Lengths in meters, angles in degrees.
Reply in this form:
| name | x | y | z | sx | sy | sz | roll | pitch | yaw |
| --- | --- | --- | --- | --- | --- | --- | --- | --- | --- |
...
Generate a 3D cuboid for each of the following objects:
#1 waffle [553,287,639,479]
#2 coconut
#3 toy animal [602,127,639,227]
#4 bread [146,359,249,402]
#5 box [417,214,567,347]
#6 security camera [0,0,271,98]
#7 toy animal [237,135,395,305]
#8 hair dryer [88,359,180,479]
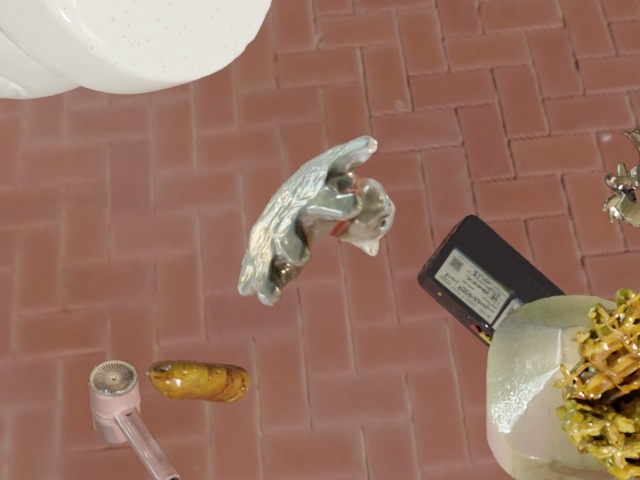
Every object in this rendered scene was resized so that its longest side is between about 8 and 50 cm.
| name | x | y | z | sx | sy | sz | roll | pitch | yaw |
| --- | --- | --- | --- | --- | --- | --- | --- | --- | --- |
| waffle | 0.284 | 0.119 | 0.655 | 0.197 | 0.193 | 0.070 | 10 | 29 | -2 |
| coconut | 0.315 | 0.180 | 1.005 | 0.259 | 0.259 | 0.259 | -1 | 66 | 2 |
| toy animal | 0.627 | -0.126 | 1.599 | 0.094 | 0.214 | 0.186 | -15 | 91 | -46 |
| bread | -0.256 | 0.286 | 1.696 | 0.124 | 0.344 | 0.084 | -1 | 79 | 23 |
| box | 0.386 | 0.123 | 1.762 | 0.350 | 0.058 | 0.211 | 43 | 60 | 0 |
| security camera | -0.166 | -0.178 | 0.494 | 0.236 | 0.194 | 0.194 | 6 | 62 | 40 |
| toy animal | 0.000 | 0.000 | 1.508 | 0.266 | 0.188 | 0.307 | -7 | 59 | 29 |
| hair dryer | -0.379 | 0.429 | 1.756 | 0.107 | 0.189 | 0.344 | -21 | 49 | -29 |
